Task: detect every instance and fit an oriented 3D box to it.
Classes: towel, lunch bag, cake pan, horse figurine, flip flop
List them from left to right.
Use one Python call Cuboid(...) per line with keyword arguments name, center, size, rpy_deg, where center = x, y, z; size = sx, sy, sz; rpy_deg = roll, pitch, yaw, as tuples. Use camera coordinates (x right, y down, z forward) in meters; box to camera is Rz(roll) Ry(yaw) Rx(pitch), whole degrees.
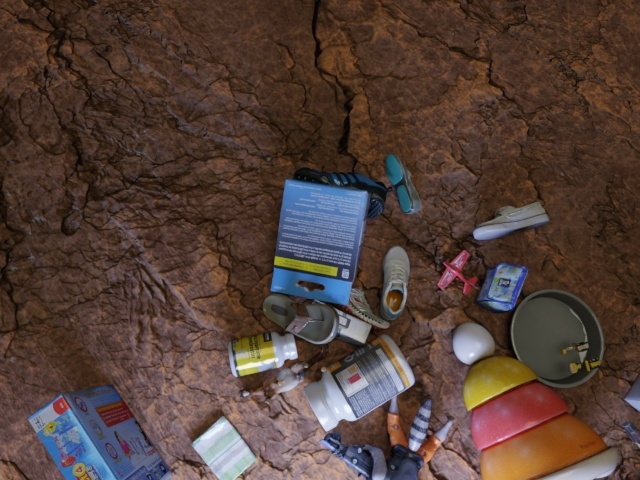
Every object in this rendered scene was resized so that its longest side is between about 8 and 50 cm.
Cuboid(name="towel", center=(-0.264, 0.577, 1.279), size=(0.113, 0.023, 0.152), rpy_deg=(-39, 82, -13))
Cuboid(name="horse figurine", center=(-0.086, 0.379, 1.291), size=(0.264, 0.174, 0.066), rpy_deg=(-26, 84, -23))
Cuboid(name="flip flop", center=(-0.068, 0.211, 1.293), size=(0.277, 0.080, 0.112), rpy_deg=(15, 91, 36))
Cuboid(name="lunch bag", center=(0.549, 0.143, 1.397), size=(0.096, 0.151, 0.128), rpy_deg=(28, 75, -8))
Cuboid(name="cake pan", center=(0.711, 0.297, 1.426), size=(0.294, 0.054, 0.292), rpy_deg=(1, 75, -5))

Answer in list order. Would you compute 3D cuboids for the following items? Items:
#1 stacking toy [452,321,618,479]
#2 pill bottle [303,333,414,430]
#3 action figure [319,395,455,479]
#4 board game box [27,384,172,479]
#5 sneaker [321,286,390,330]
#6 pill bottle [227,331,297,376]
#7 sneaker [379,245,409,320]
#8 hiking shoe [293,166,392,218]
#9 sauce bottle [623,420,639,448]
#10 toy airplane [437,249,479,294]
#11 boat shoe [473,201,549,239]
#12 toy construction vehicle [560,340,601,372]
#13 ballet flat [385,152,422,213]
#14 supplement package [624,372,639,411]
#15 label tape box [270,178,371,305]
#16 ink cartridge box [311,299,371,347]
Cuboid(name="stacking toy", center=(0.518, 0.442, 1.286), size=(0.351, 0.350, 0.479), rpy_deg=(-16, 59, -9))
Cuboid(name="pill bottle", center=(0.104, 0.392, 1.285), size=(0.279, 0.162, 0.162), rpy_deg=(-29, 80, -7))
Cuboid(name="action figure", center=(0.181, 0.569, 1.247), size=(0.342, 0.178, 0.330), rpy_deg=(27, 65, -1))
Cuboid(name="board game box", center=(-0.513, 0.506, 1.128), size=(0.086, 0.308, 0.301), rpy_deg=(-37, 81, -11))
Cuboid(name="sneaker", center=(0.115, 0.187, 1.383), size=(0.225, 0.088, 0.092), rpy_deg=(37, 74, 5))
Cuboid(name="pill bottle", center=(-0.162, 0.315, 1.315), size=(0.184, 0.103, 0.103), rpy_deg=(-11, 77, -8))
Cuboid(name="sneaker", center=(0.231, 0.123, 1.408), size=(0.088, 0.092, 0.228), rpy_deg=(7, 74, -2))
Cuboid(name="hiking shoe", center=(0.065, -0.165, 1.480), size=(0.304, 0.113, 0.132), rpy_deg=(22, 44, 7))
Cuboid(name="sauce bottle", center=(0.950, 0.591, 1.377), size=(0.042, 0.042, 0.128), rpy_deg=(-37, 80, -13))
Cuboid(name="toy airplane", center=(0.435, 0.106, 1.464), size=(0.151, 0.028, 0.151), rpy_deg=(1, 77, -4))
Cuboid(name="boat shoe", center=(0.601, -0.069, 1.493), size=(0.268, 0.096, 0.088), rpy_deg=(-14, 73, -10))
Cuboid(name="toy construction vehicle", center=(0.765, 0.344, 1.377), size=(0.098, 0.035, 0.085), rpy_deg=(-17, 89, -7))
Cuboid(name="ballet flat", center=(0.272, -0.185, 1.515), size=(0.068, 0.072, 0.213), rpy_deg=(-8, 75, -36))
Cuboid(name="supplement package", center=(1.028, 0.491, 1.377), size=(0.179, 0.105, 0.105), rpy_deg=(40, 76, 5))
Cuboid(name="label tape box", center=(0.000, 0.000, 1.374), size=(0.241, 0.106, 0.333), rpy_deg=(10, 98, 10))
Cuboid(name="ink cartridge box", center=(0.046, 0.242, 1.351), size=(0.180, 0.104, 0.060), rpy_deg=(24, 69, 2))
